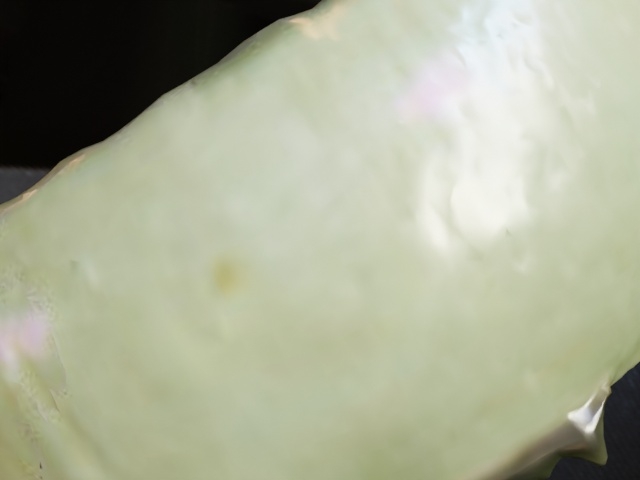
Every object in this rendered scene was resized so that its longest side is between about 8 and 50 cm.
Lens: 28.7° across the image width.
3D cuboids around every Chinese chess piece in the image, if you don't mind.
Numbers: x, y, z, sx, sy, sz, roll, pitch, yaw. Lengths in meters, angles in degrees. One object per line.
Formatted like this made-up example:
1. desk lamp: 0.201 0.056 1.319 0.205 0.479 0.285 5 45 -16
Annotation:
1. Chinese chess piece: 0.000 0.000 0.480 0.349 0.146 0.349 -33 7 4
